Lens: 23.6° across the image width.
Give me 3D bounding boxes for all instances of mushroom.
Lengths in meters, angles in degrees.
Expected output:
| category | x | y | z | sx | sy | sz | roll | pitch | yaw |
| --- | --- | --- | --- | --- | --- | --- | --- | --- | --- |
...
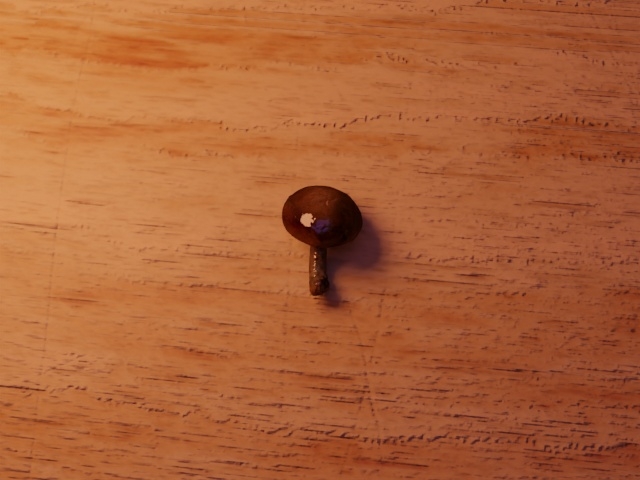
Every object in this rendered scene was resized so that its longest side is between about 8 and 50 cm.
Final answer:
| category | x | y | z | sx | sy | sz | roll | pitch | yaw |
| --- | --- | --- | --- | --- | --- | --- | --- | --- | --- |
| mushroom | 0.004 | -0.005 | 1.694 | 0.088 | 0.073 | 0.130 | 3 | 70 | -21 |
